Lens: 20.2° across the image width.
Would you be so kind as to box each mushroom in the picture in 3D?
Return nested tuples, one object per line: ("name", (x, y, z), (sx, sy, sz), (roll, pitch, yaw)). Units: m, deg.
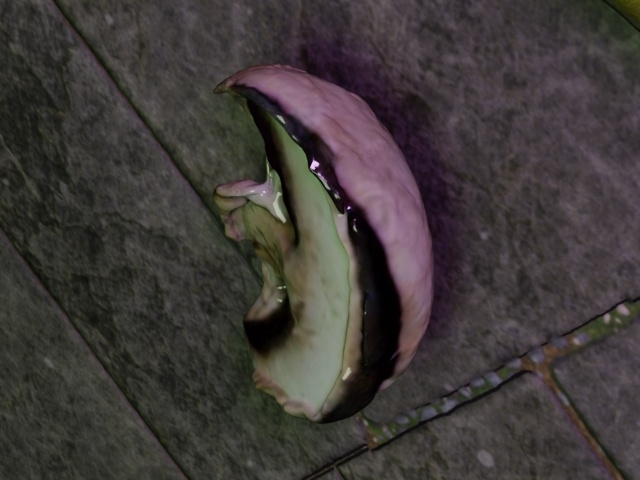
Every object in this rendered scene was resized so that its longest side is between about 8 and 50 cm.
("mushroom", (0.002, -0.002, 1.551), (0.247, 0.130, 0.344), (32, 138, 48))

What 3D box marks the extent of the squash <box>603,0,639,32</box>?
("squash", (0.253, -0.157, 1.206), (0.331, 0.087, 0.087), (44, 140, 11))
